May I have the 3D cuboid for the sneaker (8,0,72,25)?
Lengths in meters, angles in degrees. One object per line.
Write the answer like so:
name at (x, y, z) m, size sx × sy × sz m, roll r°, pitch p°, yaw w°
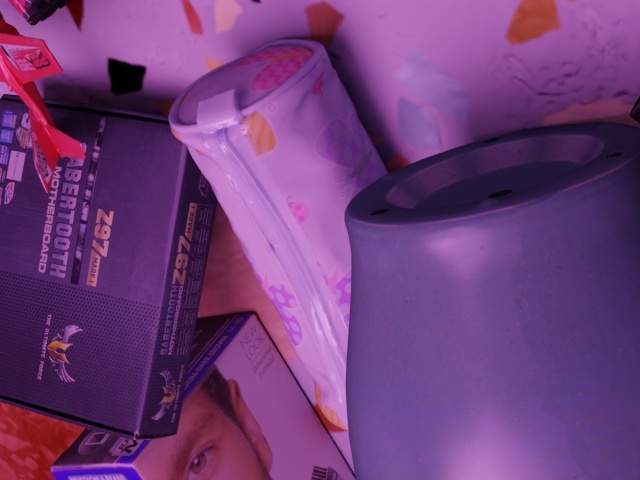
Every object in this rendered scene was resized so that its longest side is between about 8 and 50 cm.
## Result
sneaker at (-0.176, -0.260, 0.807) m, size 0.112 × 0.121 × 0.299 m, roll 40°, pitch 140°, yaw 5°

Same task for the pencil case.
pencil case at (0.000, 0.000, 0.905) m, size 0.113 × 0.124 × 0.273 m, roll -5°, pitch 122°, yaw 38°

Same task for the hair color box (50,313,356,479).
hair color box at (-0.055, 0.251, 1.117) m, size 0.110 × 0.185 × 0.339 m, roll -11°, pitch 119°, yaw 41°

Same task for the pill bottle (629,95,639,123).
pill bottle at (0.275, -0.042, 0.673) m, size 0.219 × 0.123 × 0.123 m, roll 34°, pitch 138°, yaw 5°

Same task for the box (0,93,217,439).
box at (-0.175, 0.016, 0.995) m, size 0.183 × 0.059 × 0.233 m, roll 11°, pitch 92°, yaw 28°

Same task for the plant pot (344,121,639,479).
plant pot at (0.131, 0.075, 0.789) m, size 0.271 × 0.271 × 0.255 m, roll -5°, pitch 109°, yaw 38°

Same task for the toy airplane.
toy airplane at (-0.208, -0.107, 0.933) m, size 0.151 × 0.028 × 0.151 m, roll 30°, pitch 138°, yaw 33°
